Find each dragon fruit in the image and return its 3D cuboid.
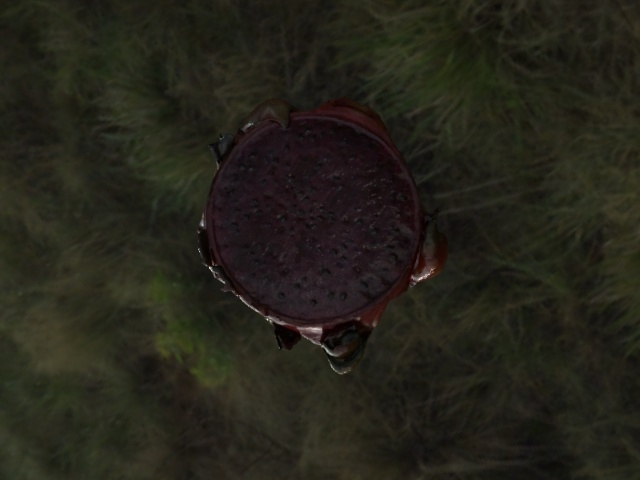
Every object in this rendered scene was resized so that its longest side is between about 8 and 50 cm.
[{"bbox_3d":[0.000,-0.005,0.454,0.126,0.112,0.068,42,168,17],"label":"dragon fruit"}]
